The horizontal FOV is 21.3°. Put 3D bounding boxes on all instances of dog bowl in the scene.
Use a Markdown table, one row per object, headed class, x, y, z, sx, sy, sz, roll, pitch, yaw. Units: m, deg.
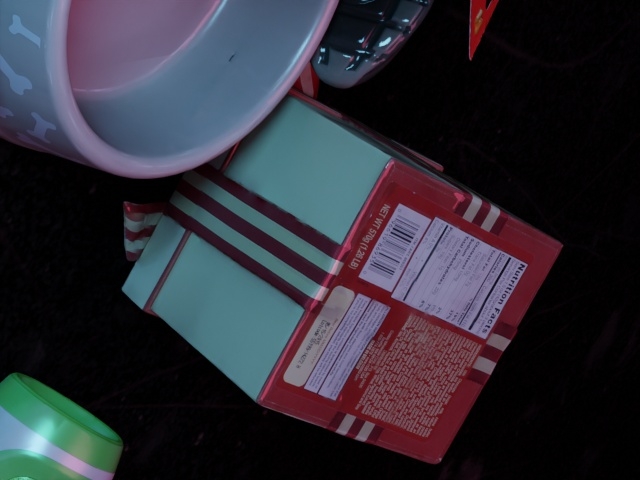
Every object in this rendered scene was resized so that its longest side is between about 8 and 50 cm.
| class | x | y | z | sx | sy | sz | roll | pitch | yaw |
| --- | --- | --- | --- | --- | --- | --- | --- | --- | --- |
| dog bowl | -0.108 | -0.201 | 1.223 | 0.349 | 0.102 | 0.348 | -36 | 144 | -33 |

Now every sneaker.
| class | x | y | z | sx | sy | sz | roll | pitch | yaw |
| --- | --- | --- | --- | --- | --- | --- | --- | --- | --- |
| sneaker | 0.064 | -0.232 | 1.412 | 0.106 | 0.101 | 0.267 | 79 | 32 | -67 |

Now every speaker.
| class | x | y | z | sx | sy | sz | roll | pitch | yaw |
| --- | --- | --- | --- | --- | --- | --- | --- | --- | --- |
| speaker | -0.282 | 0.256 | 1.353 | 0.296 | 0.131 | 0.131 | -57 | 150 | -3 |

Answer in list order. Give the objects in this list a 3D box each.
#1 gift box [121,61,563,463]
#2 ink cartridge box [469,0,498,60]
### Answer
| class | x | y | z | sx | sy | sz | roll | pitch | yaw |
| --- | --- | --- | --- | --- | --- | --- | --- | --- | --- |
| gift box | 0.000 | 0.000 | 1.419 | 0.276 | 0.258 | 0.255 | 31 | 93 | -40 |
| ink cartridge box | 0.182 | -0.299 | 1.547 | 0.224 | 0.056 | 0.181 | 84 | 25 | -43 |
